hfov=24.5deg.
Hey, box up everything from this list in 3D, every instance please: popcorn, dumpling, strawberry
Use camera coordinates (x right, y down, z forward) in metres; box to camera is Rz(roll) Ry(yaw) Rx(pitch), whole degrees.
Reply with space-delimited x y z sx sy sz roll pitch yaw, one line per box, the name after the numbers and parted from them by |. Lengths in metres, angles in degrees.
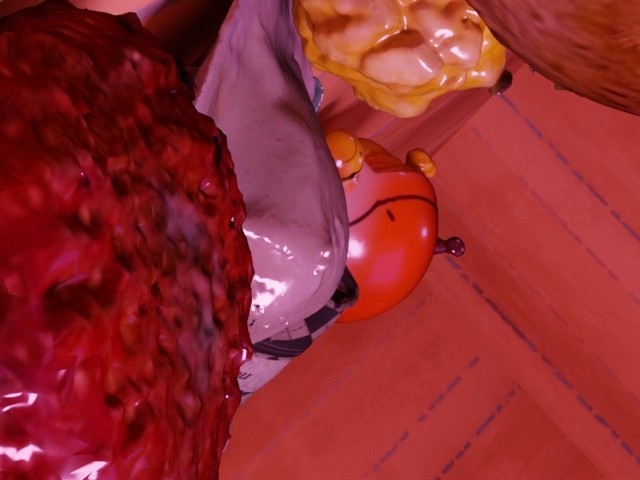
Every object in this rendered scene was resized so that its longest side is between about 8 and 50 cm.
0.053 -0.146 0.850 0.148 0.152 0.167 -7 -144 37 | popcorn
-0.071 -0.044 0.877 0.163 0.204 0.293 -12 -153 23 | dumpling
-0.133 0.046 0.568 0.274 0.220 0.274 -41 172 -7 | strawberry

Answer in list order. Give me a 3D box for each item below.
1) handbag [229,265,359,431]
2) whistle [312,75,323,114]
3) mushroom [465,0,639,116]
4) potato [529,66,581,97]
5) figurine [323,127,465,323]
-0.198 0.129 1.271 0.416 0.180 0.317 -43 164 20 | handbag
-0.026 -0.105 1.328 0.039 0.039 0.186 -42 175 -14 | whistle
0.184 -0.201 0.421 0.331 0.356 0.334 -91 179 -60 | mushroom
0.331 -0.305 1.508 0.269 0.219 0.359 -52 175 -38 | potato
0.002 0.004 1.614 0.323 0.196 0.320 -27 161 -37 | figurine
